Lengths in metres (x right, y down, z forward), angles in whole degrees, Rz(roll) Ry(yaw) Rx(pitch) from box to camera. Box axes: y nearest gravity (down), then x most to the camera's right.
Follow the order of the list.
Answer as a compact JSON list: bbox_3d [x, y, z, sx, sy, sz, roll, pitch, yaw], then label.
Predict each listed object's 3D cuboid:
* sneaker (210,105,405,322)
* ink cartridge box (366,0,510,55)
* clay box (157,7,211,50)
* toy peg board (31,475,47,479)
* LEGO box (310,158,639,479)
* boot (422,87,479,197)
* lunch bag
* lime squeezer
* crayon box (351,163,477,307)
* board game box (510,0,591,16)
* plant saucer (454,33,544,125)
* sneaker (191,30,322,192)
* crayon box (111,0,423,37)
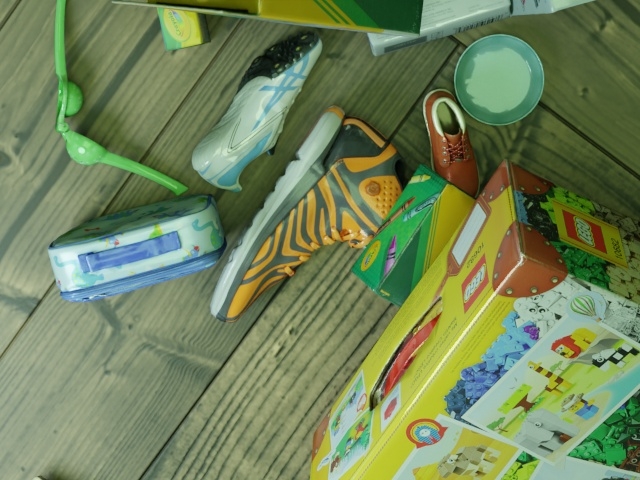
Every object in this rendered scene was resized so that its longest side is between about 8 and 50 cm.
[{"bbox_3d":[0.000,0.000,1.885,0.180,0.124,0.321,33,96,-5],"label":"sneaker"},{"bbox_3d":[0.125,-0.376,1.885,0.189,0.066,0.232,-17,77,1],"label":"ink cartridge box"},{"bbox_3d":[-0.188,-0.353,1.826,0.053,0.127,0.222,-12,98,2],"label":"clay box"},{"bbox_3d":[-0.361,0.427,1.967,0.160,0.079,0.161,39,95,9],"label":"toy peg board"},{"bbox_3d":[0.262,0.201,1.763,0.372,0.193,0.500,22,124,-15],"label":"LEGO box"},{"bbox_3d":[0.172,-0.119,1.896,0.059,0.084,0.158,-19,100,-1],"label":"boot"},{"bbox_3d":[-0.232,0.009,1.852,0.219,0.176,0.090,-15,98,-1],"label":"lunch bag"},{"bbox_3d":[-0.298,-0.171,1.884,0.110,0.059,0.310,-30,97,3],"label":"lime squeezer"},{"bbox_3d":[0.197,0.041,1.868,0.278,0.081,0.165,29,97,-31],"label":"crayon box"},{"bbox_3d":[0.349,-0.345,1.758,0.224,0.303,0.098,-14,98,1],"label":"board game box"},{"bbox_3d":[0.234,-0.212,1.915,0.119,0.021,0.119,0,98,-1],"label":"plant saucer"},{"bbox_3d":[-0.072,-0.169,1.888,0.086,0.085,0.237,36,92,-33],"label":"sneaker"},{"bbox_3d":[-0.056,-0.300,1.719,0.323,0.203,0.083,-2,102,-45],"label":"crayon box"}]
